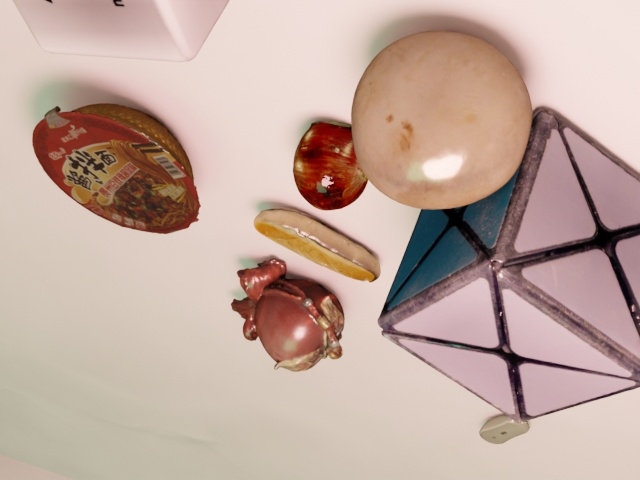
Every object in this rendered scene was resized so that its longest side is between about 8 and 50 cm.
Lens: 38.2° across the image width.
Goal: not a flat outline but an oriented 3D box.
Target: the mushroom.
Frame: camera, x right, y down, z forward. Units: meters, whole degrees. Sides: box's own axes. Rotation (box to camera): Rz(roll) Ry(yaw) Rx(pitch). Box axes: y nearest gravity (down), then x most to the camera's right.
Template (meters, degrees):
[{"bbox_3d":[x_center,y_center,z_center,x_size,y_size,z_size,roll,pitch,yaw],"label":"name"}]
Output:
[{"bbox_3d":[0.139,-0.133,1.052,0.204,0.204,0.204,16,147,11],"label":"mushroom"}]

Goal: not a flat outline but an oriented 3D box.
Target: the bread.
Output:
[{"bbox_3d":[0.000,0.001,1.427,0.214,0.053,0.073,27,152,-10],"label":"bread"}]

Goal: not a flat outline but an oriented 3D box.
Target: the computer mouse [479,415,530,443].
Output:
[{"bbox_3d":[0.347,0.347,1.729,0.056,0.032,0.110,34,137,-19],"label":"computer mouse"}]

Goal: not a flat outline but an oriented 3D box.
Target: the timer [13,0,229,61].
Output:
[{"bbox_3d":[-0.209,-0.319,0.964,0.195,0.192,0.194,7,144,23],"label":"timer"}]

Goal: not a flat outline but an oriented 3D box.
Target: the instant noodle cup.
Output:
[{"bbox_3d":[-0.289,-0.127,1.388,0.274,0.091,0.274,16,147,11],"label":"instant noodle cup"}]

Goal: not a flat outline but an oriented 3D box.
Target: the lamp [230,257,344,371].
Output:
[{"bbox_3d":[-0.045,0.134,1.582,0.223,0.151,0.215,59,153,28],"label":"lamp"}]

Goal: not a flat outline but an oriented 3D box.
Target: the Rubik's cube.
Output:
[{"bbox_3d":[0.259,0.039,1.132,0.254,0.260,0.259,32,144,-14],"label":"Rubik's cube"}]

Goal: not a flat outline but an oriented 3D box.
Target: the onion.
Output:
[{"bbox_3d":[0.011,-0.095,1.235,0.118,0.119,0.117,-1,145,33],"label":"onion"}]
